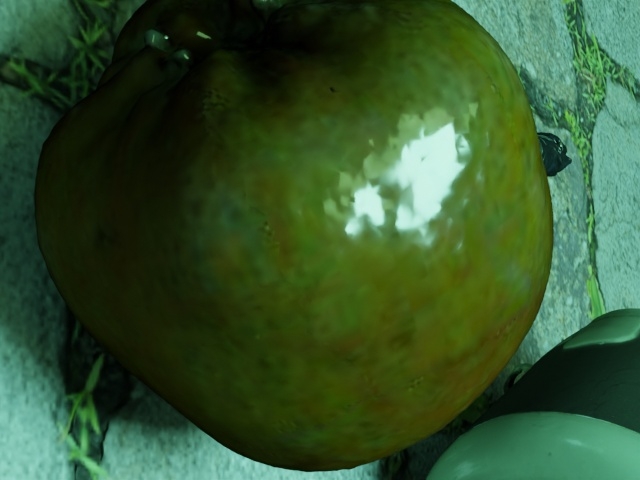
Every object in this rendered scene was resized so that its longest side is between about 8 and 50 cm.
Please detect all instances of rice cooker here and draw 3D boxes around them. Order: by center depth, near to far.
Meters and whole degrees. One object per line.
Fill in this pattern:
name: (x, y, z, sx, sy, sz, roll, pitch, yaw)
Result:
rice cooker: (0.237, 0.214, 0.821, 0.277, 0.288, 0.288, -26, 100, -51)

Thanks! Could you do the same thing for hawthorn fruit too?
hawthorn fruit: (0.000, 0.000, 0.612, 0.301, 0.268, 0.267, 58, 42, -31)

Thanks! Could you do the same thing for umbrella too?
umbrella: (0.162, -0.092, 1.000, 0.188, 0.046, 0.050, 6, 82, -45)
